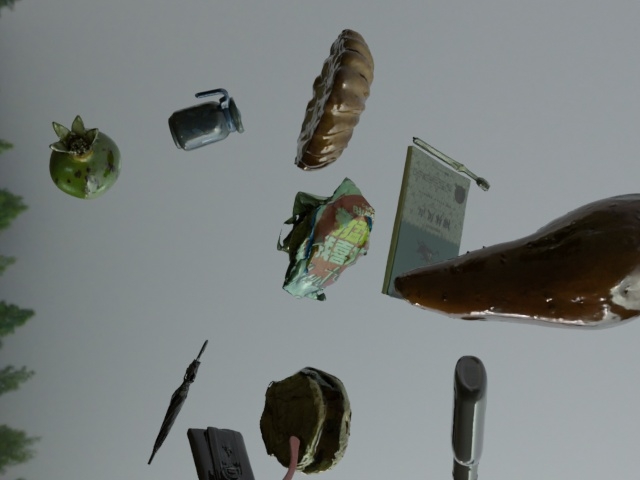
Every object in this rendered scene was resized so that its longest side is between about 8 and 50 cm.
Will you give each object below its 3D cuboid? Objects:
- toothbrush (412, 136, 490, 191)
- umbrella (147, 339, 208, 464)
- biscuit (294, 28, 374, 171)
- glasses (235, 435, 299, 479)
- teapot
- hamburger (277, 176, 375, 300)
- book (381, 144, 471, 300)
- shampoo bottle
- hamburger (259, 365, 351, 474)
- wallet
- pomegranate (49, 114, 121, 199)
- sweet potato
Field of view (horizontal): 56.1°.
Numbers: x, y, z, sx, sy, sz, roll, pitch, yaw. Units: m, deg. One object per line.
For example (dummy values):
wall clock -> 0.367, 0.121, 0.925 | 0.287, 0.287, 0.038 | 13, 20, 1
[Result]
toothbrush -> 0.365, -0.212, 1.658 | 0.026, 0.294, 0.028 | -41, -150, 39
umbrella -> -0.129, 0.144, 0.550 | 0.022, 0.013, 0.122 | 116, -3, -60
biscuit -> 0.032, -0.305, 1.353 | 0.326, 0.107, 0.326 | -160, -90, -80
glasses -> -0.119, 0.423, 0.879 | 0.118, 0.268, 0.234 | 48, -60, 12
teapot -> -0.135, -0.143, 0.699 | 0.049, 0.083, 0.064 | -117, -171, -64
hamburger -> -0.008, -0.001, 1.375 | 0.150, 0.276, 0.260 | 40, -11, 29
book -> 0.273, -0.019, 1.519 | 0.031, 0.264, 0.379 | -1, -105, 48
shampoo bottle -> 0.175, 0.222, 0.716 | 0.080, 0.040, 0.165 | -69, 158, -62
hamburger -> -0.036, 0.471, 1.593 | 0.285, 0.134, 0.266 | 8, -90, 55
wallet -> -0.266, 0.619, 1.653 | 0.049, 0.182, 0.229 | -55, -141, 23
pomegranate -> -0.519, -0.183, 1.290 | 0.220, 0.156, 0.156 | 74, -9, -59
sweet potato -> 0.250, 0.022, 0.543 | 0.112, 0.359, 0.112 | -22, 90, -79
